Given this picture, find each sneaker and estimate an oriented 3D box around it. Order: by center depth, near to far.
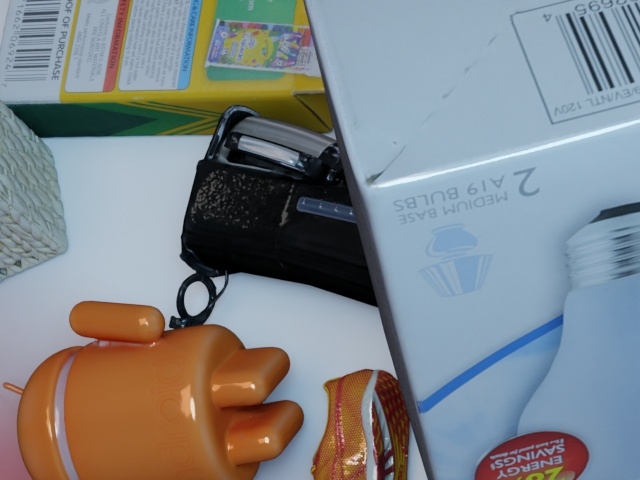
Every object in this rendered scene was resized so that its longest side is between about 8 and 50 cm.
[{"bbox_3d":[0.025,0.179,1.268,0.067,0.064,0.175,-14,60,39],"label":"sneaker"}]

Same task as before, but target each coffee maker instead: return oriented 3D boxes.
[{"bbox_3d":[0.000,0.000,1.317,0.178,0.120,0.171,15,102,28],"label":"coffee maker"}]

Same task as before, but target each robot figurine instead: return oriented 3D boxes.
[{"bbox_3d":[-0.126,0.128,1.302,0.219,0.158,0.128,-10,52,19],"label":"robot figurine"}]

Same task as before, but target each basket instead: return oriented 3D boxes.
[{"bbox_3d":[-0.279,-0.043,1.408,0.103,0.167,0.113,-18,65,11],"label":"basket"}]

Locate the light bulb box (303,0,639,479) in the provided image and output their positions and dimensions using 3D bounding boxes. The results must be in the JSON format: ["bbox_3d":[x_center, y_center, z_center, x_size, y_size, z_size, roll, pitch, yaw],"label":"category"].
[{"bbox_3d":[0.201,-0.022,1.023,0.358,0.361,0.225,-15,46,2],"label":"light bulb box"}]

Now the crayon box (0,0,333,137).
[{"bbox_3d":[-0.091,-0.190,1.429,0.323,0.083,0.203,1,72,24],"label":"crayon box"}]
